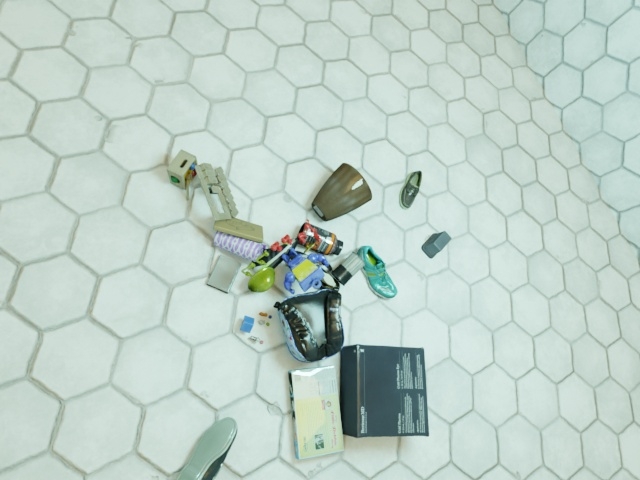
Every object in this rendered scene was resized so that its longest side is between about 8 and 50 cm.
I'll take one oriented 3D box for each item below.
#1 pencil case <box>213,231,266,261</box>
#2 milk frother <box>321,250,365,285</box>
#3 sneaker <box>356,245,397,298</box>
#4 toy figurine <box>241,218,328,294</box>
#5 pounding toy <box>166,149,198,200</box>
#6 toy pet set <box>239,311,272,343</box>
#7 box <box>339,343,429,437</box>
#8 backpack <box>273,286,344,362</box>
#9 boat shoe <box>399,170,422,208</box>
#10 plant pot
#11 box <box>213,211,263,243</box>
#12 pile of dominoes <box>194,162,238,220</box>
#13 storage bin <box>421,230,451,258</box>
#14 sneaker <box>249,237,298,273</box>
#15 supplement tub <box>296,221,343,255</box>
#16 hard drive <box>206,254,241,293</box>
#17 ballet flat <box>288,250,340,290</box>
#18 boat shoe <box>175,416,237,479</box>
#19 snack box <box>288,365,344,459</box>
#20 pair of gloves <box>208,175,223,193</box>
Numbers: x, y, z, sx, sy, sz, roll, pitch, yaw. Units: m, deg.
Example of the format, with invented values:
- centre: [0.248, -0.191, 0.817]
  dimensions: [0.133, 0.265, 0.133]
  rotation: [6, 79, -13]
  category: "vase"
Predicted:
- centre: [-0.332, 0.014, 1.719]
  dimensions: [0.206, 0.086, 0.088]
  rotation: [25, 38, 6]
  category: "pencil case"
- centre: [0.096, 0.100, 1.844]
  dimensions: [0.134, 0.129, 0.143]
  rotation: [-43, 98, -8]
  category: "milk frother"
- centre: [0.256, 0.144, 1.909]
  dimensions: [0.107, 0.110, 0.275]
  rotation: [-34, 88, -27]
  category: "sneaker"
- centre: [-0.095, 0.119, 1.647]
  dimensions: [0.362, 0.191, 0.217]
  rotation: [-38, 60, -15]
  category: "toy figurine"
- centre: [-0.557, -0.266, 1.735]
  dimensions: [0.100, 0.130, 0.141]
  rotation: [25, 65, 1]
  category: "pounding toy"
- centre: [-0.254, 0.334, 1.676]
  dimensions: [0.114, 0.065, 0.122]
  rotation: [22, 66, -13]
  category: "toy pet set"
- centre: [0.251, 0.605, 1.716]
  dimensions: [0.312, 0.179, 0.344]
  rotation: [9, 70, -19]
  category: "box"
- centre: [-0.036, 0.348, 1.676]
  dimensions: [0.276, 0.213, 0.264]
  rotation: [-11, 69, -17]
  category: "backpack"
- centre: [0.461, -0.264, 2.141]
  dimensions: [0.080, 0.073, 0.224]
  rotation: [27, 65, -10]
  category: "boat shoe"
- centre: [0.078, -0.197, 1.919]
  dimensions: [0.230, 0.215, 0.215]
  rotation: [-39, 89, -12]
  category: "plant pot"
- centre: [-0.334, -0.053, 1.737]
  dimensions: [0.201, 0.164, 0.021]
  rotation: [16, 109, -15]
  category: "box"
- centre: [-0.434, -0.196, 1.746]
  dimensions: [0.251, 0.040, 0.196]
  rotation: [69, 20, 3]
  category: "pile of dominoes"
- centre: [0.574, 0.009, 2.085]
  dimensions: [0.098, 0.091, 0.135]
  rotation: [48, 62, 0]
  category: "storage bin"
- centre: [-0.198, 0.051, 1.769]
  dimensions: [0.234, 0.084, 0.097]
  rotation: [-42, 78, -15]
  category: "sneaker"
- centre: [0.000, 0.000, 1.861]
  dimensions: [0.197, 0.106, 0.106]
  rotation: [22, 66, -12]
  category: "supplement tub"
- centre: [-0.390, 0.136, 1.714]
  dimensions: [0.094, 0.022, 0.135]
  rotation: [26, 66, -12]
  category: "hard drive"
- centre: [-0.023, 0.128, 1.815]
  dimensions: [0.280, 0.096, 0.095]
  rotation: [37, 65, -5]
  category: "ballet flat"
- centre: [-0.389, 0.764, 1.471]
  dimensions: [0.114, 0.091, 0.302]
  rotation: [22, 58, 36]
  category: "boat shoe"
- centre: [-0.019, 0.666, 1.658]
  dimensions: [0.187, 0.060, 0.322]
  rotation: [0, 73, -20]
  category: "snack box"
- centre: [-0.457, -0.239, 1.819]
  dimensions: [0.074, 0.010, 0.083]
  rotation: [-5, 77, -23]
  category: "pair of gloves"
